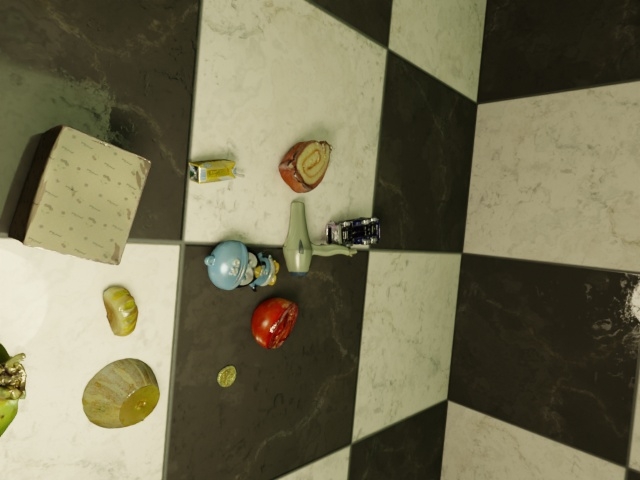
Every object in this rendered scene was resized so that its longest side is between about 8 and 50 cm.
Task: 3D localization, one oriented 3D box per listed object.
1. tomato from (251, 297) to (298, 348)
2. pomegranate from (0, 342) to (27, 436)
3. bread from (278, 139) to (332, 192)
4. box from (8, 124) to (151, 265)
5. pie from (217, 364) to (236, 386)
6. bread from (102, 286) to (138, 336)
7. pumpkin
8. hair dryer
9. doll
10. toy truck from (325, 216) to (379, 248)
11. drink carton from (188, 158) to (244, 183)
[{"bbox_3d":[-0.187,0.305,1.617,0.200,0.140,0.233,-60,165,-13],"label":"tomato"},{"bbox_3d":[-0.768,0.330,0.909,0.260,0.341,0.260,55,20,-30],"label":"pomegranate"},{"bbox_3d":[-0.055,-0.304,1.684,0.244,0.123,0.190,-51,129,-28],"label":"bread"},{"bbox_3d":[-0.624,-0.108,1.094,0.225,0.191,0.296,21,79,-44],"label":"box"},{"bbox_3d":[-0.347,0.504,1.561,0.084,0.021,0.083,-10,103,-48],"label":"pie"},{"bbox_3d":[-0.582,0.209,1.243,0.083,0.094,0.157,-21,101,-37],"label":"bread"},{"bbox_3d":[-0.580,0.476,1.271,0.217,0.110,0.217,-11,104,-50],"label":"pumpkin"},{"bbox_3d":[-0.030,-0.028,1.720,0.298,0.119,0.295,-21,92,-16],"label":"hair dryer"},{"bbox_3d":[-0.278,0.094,1.497,0.314,0.141,0.177,16,88,-48],"label":"doll"},{"bbox_3d":[0.137,-0.039,1.890,0.268,0.155,0.124,-10,102,-41],"label":"toy truck"},{"bbox_3d":[-0.342,-0.239,1.434,0.200,0.084,0.074,-18,118,-43],"label":"drink carton"}]
